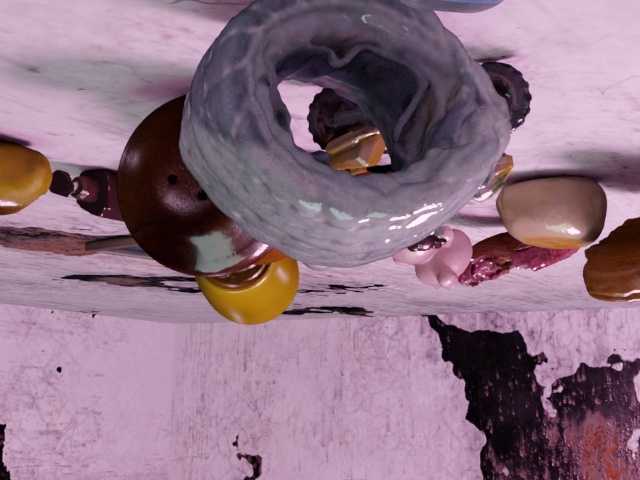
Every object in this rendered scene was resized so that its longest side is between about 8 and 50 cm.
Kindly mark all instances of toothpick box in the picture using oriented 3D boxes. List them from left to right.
[{"bbox_3d":[-0.098,-0.053,1.169,0.192,0.192,0.294,-1,176,12],"label":"toothpick box"},{"bbox_3d":[-0.130,0.040,1.781,0.175,0.175,0.271,1,168,3],"label":"toothpick box"}]

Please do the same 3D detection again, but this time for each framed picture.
[{"bbox_3d":[-0.281,0.023,2.147,0.315,0.024,0.232,11,168,-43],"label":"framed picture"}]

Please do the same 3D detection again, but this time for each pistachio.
[{"bbox_3d":[-0.415,-0.079,1.275,0.110,0.100,0.189,-10,168,35],"label":"pistachio"}]

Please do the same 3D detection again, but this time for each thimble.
[{"bbox_3d":[0.017,-0.085,0.844,0.250,0.205,0.172,12,161,-15],"label":"thimble"}]

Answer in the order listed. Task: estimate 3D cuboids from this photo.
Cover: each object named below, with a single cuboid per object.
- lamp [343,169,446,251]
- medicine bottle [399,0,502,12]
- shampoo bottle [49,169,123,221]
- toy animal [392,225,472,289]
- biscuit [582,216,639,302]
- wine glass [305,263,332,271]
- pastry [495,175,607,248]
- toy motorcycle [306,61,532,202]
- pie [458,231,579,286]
[{"bbox_3d":[0.053,-0.044,1.403,0.253,0.118,0.118,3,171,-21],"label":"lamp"},{"bbox_3d":[0.106,-0.194,0.639,0.090,0.054,0.208,3,171,-12],"label":"medicine bottle"},{"bbox_3d":[-0.286,-0.059,1.491,0.068,0.067,0.236,6,175,34],"label":"shampoo bottle"},{"bbox_3d":[0.144,-0.015,1.673,0.212,0.124,0.124,38,153,-26],"label":"toy animal"},{"bbox_3d":[0.558,0.012,1.379,0.394,0.076,0.368,-5,-167,36],"label":"biscuit"},{"bbox_3d":[0.000,0.000,1.755,0.093,0.093,0.202,1,168,0],"label":"wine glass"},{"bbox_3d":[0.324,-0.040,1.485,0.156,0.092,0.156,5,167,1],"label":"pastry"},{"bbox_3d":[0.092,-0.096,1.020,0.229,0.130,0.094,-4,-170,28],"label":"toy motorcycle"},{"bbox_3d":[0.323,0.018,1.745,0.218,0.054,0.204,-18,-174,26],"label":"pie"}]
